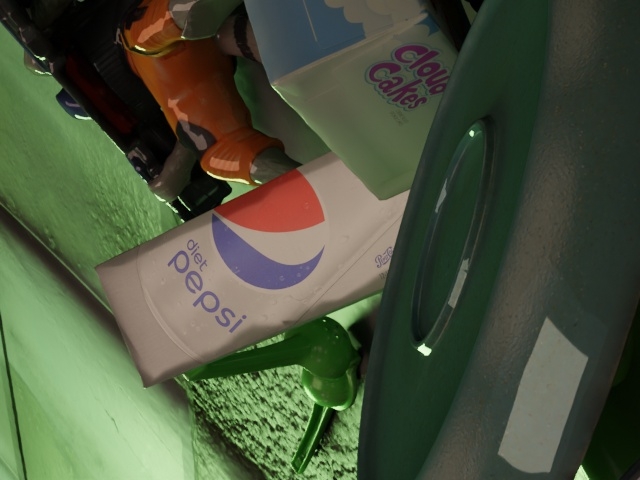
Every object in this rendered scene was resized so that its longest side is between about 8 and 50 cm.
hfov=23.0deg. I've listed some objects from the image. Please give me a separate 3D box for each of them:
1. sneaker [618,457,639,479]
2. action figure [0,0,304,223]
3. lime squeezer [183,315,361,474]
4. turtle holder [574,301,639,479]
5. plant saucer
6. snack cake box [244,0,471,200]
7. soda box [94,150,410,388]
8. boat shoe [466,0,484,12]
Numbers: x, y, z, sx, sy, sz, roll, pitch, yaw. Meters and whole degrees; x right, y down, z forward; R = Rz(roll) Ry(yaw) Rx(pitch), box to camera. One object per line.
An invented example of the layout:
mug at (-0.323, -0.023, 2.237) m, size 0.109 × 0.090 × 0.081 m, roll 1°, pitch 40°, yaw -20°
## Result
sneaker at (0.107, 0.159, 0.519) m, size 0.131 × 0.148 × 0.350 m, roll 39°, pitch 132°, yaw 25°
action figure at (-0.085, -0.114, 1.208) m, size 0.341 × 0.178 × 0.330 m, roll 51°, pitch 172°, yaw -37°
lime squeezer at (-0.012, 0.119, 1.249) m, size 0.059 × 0.110 × 0.310 m, roll 34°, pitch 171°, yaw 23°
turtle holder at (0.187, 0.072, 0.699) m, size 0.320 × 0.243 × 0.227 m, roll 27°, pitch 153°, yaw 16°
plant saucer at (0.071, 0.002, 0.662) m, size 0.317 × 0.043 × 0.318 m, roll -164°, pitch 90°, yaw -84°
snack cake box at (0.008, -0.173, 0.866) m, size 0.152 × 0.089 × 0.264 m, roll 45°, pitch -156°, yaw -59°
soda box at (0.000, 0.000, 0.997) m, size 0.286 × 0.098 × 0.091 m, roll -24°, pitch 87°, yaw 30°
boat shoe at (0.069, -0.233, 0.820) m, size 0.340 × 0.127 × 0.158 m, roll 53°, pitch 148°, yaw 26°
